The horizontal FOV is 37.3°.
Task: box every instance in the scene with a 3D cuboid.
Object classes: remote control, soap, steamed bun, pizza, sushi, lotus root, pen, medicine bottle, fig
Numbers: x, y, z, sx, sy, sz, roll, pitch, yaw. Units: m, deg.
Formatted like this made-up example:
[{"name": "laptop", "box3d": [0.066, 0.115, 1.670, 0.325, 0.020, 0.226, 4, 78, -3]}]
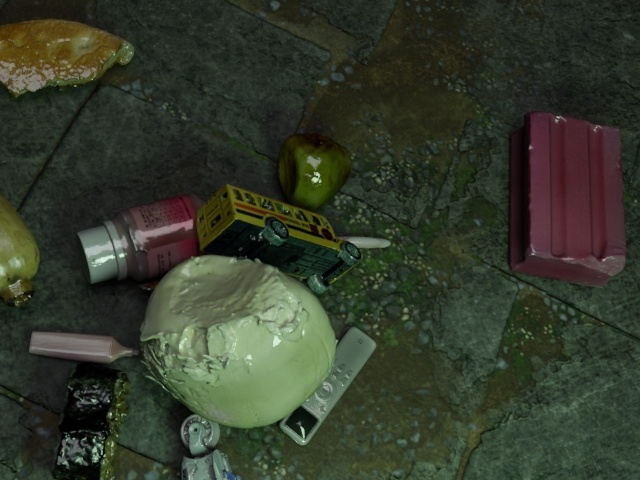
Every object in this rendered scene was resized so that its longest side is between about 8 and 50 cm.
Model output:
[{"name": "remote control", "box3d": [0.017, 0.277, 1.831, 0.067, 0.029, 0.261, 37, 63, 4]}, {"name": "soap", "box3d": [0.540, -0.092, 2.080, 0.233, 0.128, 0.360, 11, 64, -9]}, {"name": "steamed bun", "box3d": [-0.148, 0.200, 1.652, 0.333, 0.312, 0.233, 2, 47, 31]}, {"name": "pizza", "box3d": [-0.563, -0.374, 1.943, 0.365, 0.074, 0.182, -9, 68, -19]}, {"name": "sushi", "box3d": [-0.394, 0.312, 1.642, 0.115, 0.147, 0.212, 8, 57, -6]}, {"name": "lotus root", "box3d": [-0.615, 0.001, 1.723, 0.160, 0.146, 0.284, -35, 82, -7]}, {"name": "pen", "box3d": [-0.432, 0.197, 1.748, 0.197, 0.032, 0.053, 8, 64, -9]}, {"name": "medicine bottle", "box3d": [-0.330, 0.002, 1.799, 0.247, 0.147, 0.147, -15, 71, -20]}, {"name": "fig", "box3d": [-0.021, -0.141, 1.955, 0.154, 0.144, 0.166, 34, 65, -40]}]

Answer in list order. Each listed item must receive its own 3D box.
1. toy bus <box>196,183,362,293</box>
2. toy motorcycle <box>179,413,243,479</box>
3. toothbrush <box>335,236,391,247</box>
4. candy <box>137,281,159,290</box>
[{"name": "toy bus", "box3d": [-0.074, -0.002, 1.811, 0.335, 0.121, 0.123, 17, 42, -43]}, {"name": "toy motorcycle", "box3d": [-0.197, 0.430, 1.678, 0.112, 0.112, 0.254, -16, 69, -21]}, {"name": "toothbrush", "box3d": [0.000, 0.000, 1.950, 0.307, 0.029, 0.025, 1, 58, -15]}, {"name": "candy", "box3d": [-0.204, 0.085, 1.827, 0.292, 0.086, 0.059, -2, 84, -15]}]
